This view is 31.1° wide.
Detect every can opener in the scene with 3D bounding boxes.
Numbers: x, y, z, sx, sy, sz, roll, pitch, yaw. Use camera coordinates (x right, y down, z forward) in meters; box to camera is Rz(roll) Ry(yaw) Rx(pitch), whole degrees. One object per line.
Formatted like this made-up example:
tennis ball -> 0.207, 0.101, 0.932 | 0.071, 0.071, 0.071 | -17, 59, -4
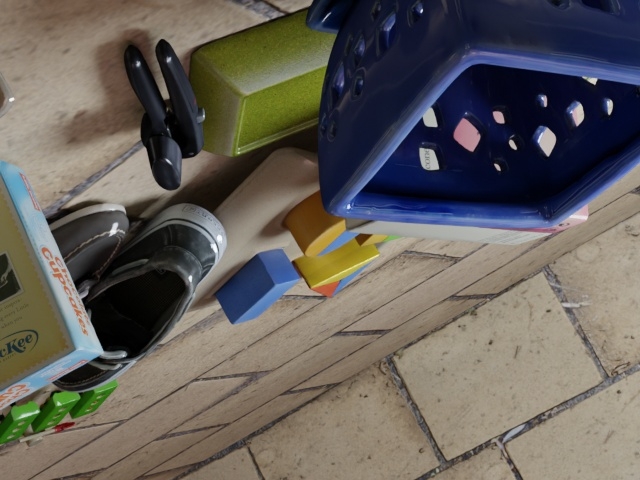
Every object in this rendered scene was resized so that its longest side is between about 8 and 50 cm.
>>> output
can opener -> -0.128, -0.113, 0.977 | 0.059, 0.073, 0.186 | -16, 155, -9

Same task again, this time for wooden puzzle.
wooden puzzle -> 0.000, 0.000, 1.384 | 0.348, 0.080, 0.322 | -6, 152, -48

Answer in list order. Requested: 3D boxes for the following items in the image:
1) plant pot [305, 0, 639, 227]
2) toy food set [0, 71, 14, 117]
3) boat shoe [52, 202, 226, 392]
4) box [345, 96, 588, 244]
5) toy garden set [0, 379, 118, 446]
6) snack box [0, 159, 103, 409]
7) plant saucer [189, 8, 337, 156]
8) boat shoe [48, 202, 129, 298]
plant pot -> 0.129, -0.155, 0.896 | 0.236, 0.212, 0.236 | 2, 153, -27
toy food set -> -0.361, -0.047, 0.649 | 0.220, 0.092, 0.306 | -25, 171, 37
boat shoe -> -0.235, 0.084, 1.287 | 0.335, 0.121, 0.119 | -46, -170, 36
box -> 0.149, -0.085, 1.211 | 0.232, 0.148, 0.127 | 4, 166, -31
toy garden set -> -0.461, 0.278, 1.777 | 0.244, 0.049, 0.204 | -15, 160, -40
snack box -> -0.367, 0.087, 0.990 | 0.322, 0.187, 0.060 | -28, 166, 7
plant saucer -> -0.028, -0.143, 1.066 | 0.188, 0.045, 0.188 | -23, 165, -15
boat shoe -> -0.321, 0.079, 1.222 | 0.335, 0.095, 0.112 | -32, 165, 19
